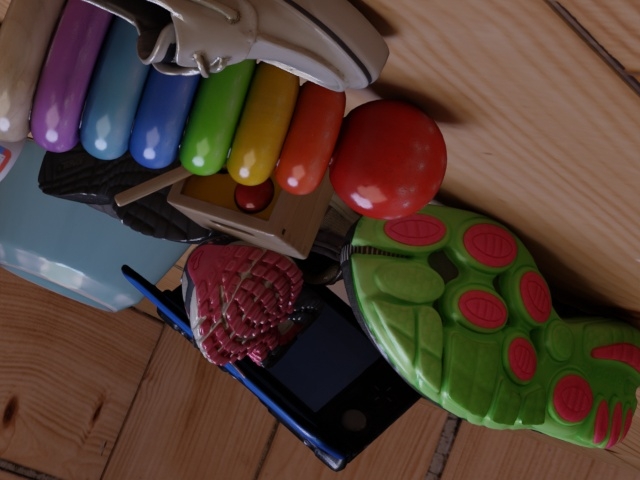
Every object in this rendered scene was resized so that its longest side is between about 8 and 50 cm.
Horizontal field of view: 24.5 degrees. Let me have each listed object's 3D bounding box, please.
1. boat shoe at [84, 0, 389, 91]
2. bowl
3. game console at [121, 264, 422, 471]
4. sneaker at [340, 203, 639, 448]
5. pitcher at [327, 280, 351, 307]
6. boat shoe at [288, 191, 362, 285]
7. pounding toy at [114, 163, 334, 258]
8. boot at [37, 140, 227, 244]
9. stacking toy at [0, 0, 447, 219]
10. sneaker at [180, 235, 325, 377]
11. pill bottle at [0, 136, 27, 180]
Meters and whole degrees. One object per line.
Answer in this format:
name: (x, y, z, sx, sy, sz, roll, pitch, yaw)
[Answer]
boat shoe: (-0.081, -0.144, 0.903, 0.268, 0.088, 0.096, 27, 169, -29)
bowl: (-0.329, -0.008, 2.015, 0.312, 0.163, 0.311, 21, 170, 4)
game console: (-0.042, 0.098, 1.629, 0.293, 0.250, 0.173, 40, 145, 17)
sneaker: (0.151, 0.099, 1.468, 0.202, 0.185, 0.483, 9, 164, 39)
pitcher: (0.090, 0.107, 1.908, 0.207, 0.125, 0.178, 13, 152, -10)
boat shoe: (0.000, 0.000, 1.518, 0.103, 0.092, 0.285, 20, 170, 19)
pounding toy: (-0.073, -0.057, 1.247, 0.141, 0.130, 0.100, 17, 170, 26)
boot: (-0.129, -0.048, 1.577, 0.223, 0.118, 0.338, 21, 180, -40)
stacking toy: (-0.068, -0.091, 1.073, 0.330, 0.141, 0.141, 19, 171, -5)
sneaker: (-0.087, 0.051, 1.412, 0.112, 0.121, 0.299, 40, 175, 13)
pill bottle: (-0.433, -0.148, 1.575, 0.221, 0.124, 0.124, 30, 168, -35)
